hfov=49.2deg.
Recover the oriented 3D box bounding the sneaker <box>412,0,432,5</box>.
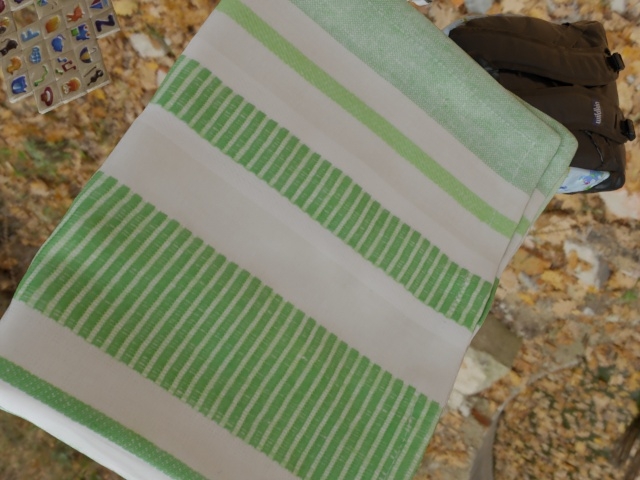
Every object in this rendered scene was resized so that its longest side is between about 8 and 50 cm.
[{"bbox_3d":[0.140,-0.446,0.989,0.094,0.153,0.234,-2,84,39],"label":"sneaker"}]

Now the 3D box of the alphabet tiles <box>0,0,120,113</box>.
[{"bbox_3d":[-0.406,-0.316,1.075,0.009,0.198,0.237,54,-166,-71],"label":"alphabet tiles"}]

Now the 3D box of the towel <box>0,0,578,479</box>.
[{"bbox_3d":[0.000,0.000,0.401,0.248,0.324,0.038,35,162,-13],"label":"towel"}]

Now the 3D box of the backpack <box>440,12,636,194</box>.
[{"bbox_3d":[0.275,-0.202,1.058,0.273,0.356,0.290,-11,86,44],"label":"backpack"}]
